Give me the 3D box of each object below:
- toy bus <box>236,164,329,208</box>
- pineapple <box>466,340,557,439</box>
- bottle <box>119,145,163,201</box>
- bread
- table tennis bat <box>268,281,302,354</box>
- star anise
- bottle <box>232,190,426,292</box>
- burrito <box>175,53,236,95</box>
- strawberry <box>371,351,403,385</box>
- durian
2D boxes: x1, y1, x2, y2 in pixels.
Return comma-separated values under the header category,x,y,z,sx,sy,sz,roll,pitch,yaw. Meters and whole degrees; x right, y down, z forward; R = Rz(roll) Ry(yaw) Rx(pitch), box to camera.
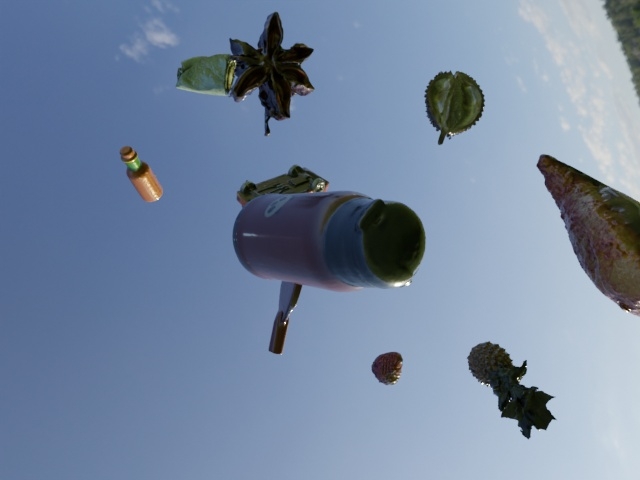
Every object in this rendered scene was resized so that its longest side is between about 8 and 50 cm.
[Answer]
category,x,y,z,sx,sy,sz,roll,pitch,yaw
toy bus,-0.131,-0.143,1.659,0.143,0.153,0.329,35,-137,28
pineapple,0.446,0.348,1.169,0.277,0.130,0.119,-115,9,-77
bottle,-0.499,-0.186,1.334,0.187,0.069,0.069,82,-167,-58
bread,0.338,-0.005,0.559,0.139,0.095,0.269,28,-154,-17
table tennis bat,-0.106,0.171,1.606,0.051,0.268,0.414,13,-93,-13
star anise,-0.116,-0.361,1.031,0.220,0.126,0.190,-50,-62,-18
bottle,0.000,0.000,0.676,0.144,0.336,0.144,-2,-87,-31
burrito,-0.221,-0.317,0.917,0.044,0.118,0.074,-37,-46,-71
strawberry,0.180,0.332,1.269,0.083,0.096,0.083,33,-158,-15
durian,0.319,-0.319,1.191,0.091,0.148,0.188,78,-151,-82
